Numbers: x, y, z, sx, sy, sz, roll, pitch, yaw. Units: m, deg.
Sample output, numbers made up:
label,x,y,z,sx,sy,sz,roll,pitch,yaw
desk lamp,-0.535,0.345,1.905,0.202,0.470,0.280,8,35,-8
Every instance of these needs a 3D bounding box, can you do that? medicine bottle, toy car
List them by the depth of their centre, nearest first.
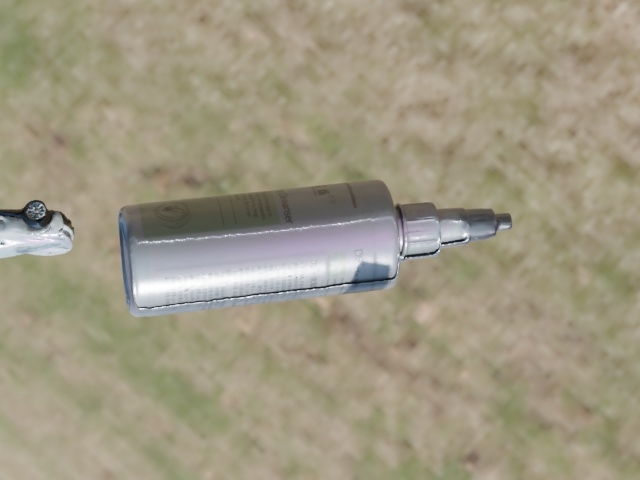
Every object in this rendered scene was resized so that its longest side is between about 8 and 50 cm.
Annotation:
label,x,y,z,sx,sy,sz,roll,pitch,yaw
medicine bottle,0.000,0.000,0.975,0.057,0.199,0.057,174,90,-81
toy car,-0.181,-0.004,1.054,0.093,0.025,0.041,-2,161,2
